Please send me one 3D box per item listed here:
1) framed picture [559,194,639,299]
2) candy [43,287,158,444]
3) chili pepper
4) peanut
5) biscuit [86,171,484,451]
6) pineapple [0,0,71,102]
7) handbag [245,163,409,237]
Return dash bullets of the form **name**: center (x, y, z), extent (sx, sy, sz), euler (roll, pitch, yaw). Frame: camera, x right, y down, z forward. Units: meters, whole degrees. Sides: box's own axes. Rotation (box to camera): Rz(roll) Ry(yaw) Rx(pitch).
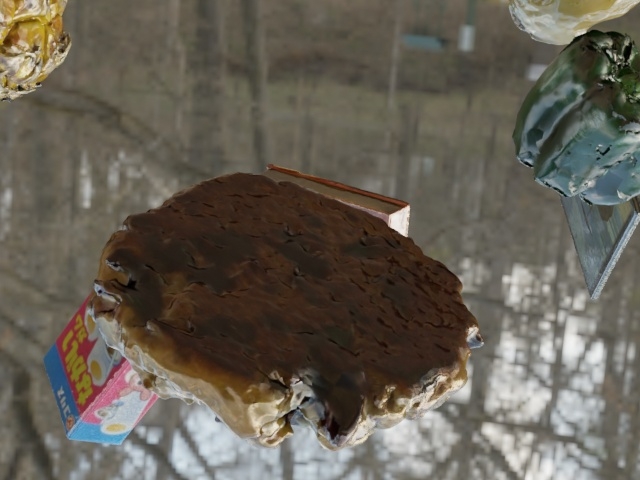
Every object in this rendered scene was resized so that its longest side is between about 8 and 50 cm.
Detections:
- **framed picture**: center (0.393, -0.089, 2.167), extent (0.016, 0.265, 0.347), euler (-12, 160, -5)
- **candy**: center (-0.254, 0.125, 2.037), extent (0.100, 0.306, 0.157), euler (16, -146, -41)
- **chili pepper**: center (0.338, -0.164, 1.692), extent (0.165, 0.261, 0.174), euler (13, -135, -28)
- **peanut**: center (0.350, -0.383, 1.757), extent (0.174, 0.340, 0.158), euler (1, -154, -33)
- **biscuit**: center (-0.026, 0.059, 1.178), extent (0.289, 0.081, 0.334), euler (36, -147, 22)
- **pineapple**: center (-0.338, -0.214, 1.448), extent (0.334, 0.158, 0.161), euler (-28, 178, -32)
- **handbag**: center (0.000, 0.000, 1.617), extent (0.190, 0.127, 0.063), euler (18, -154, 30)
